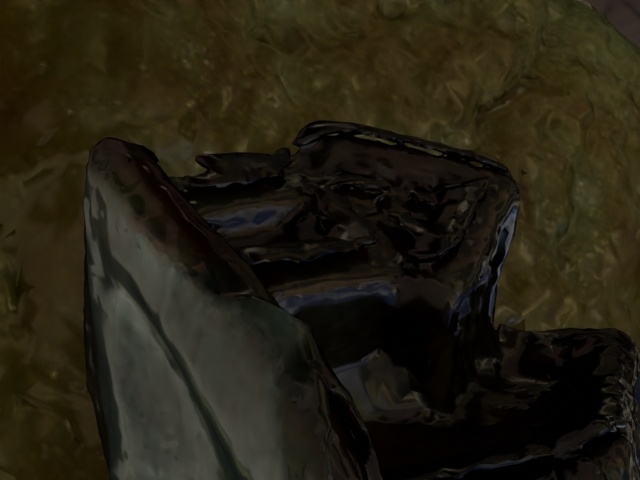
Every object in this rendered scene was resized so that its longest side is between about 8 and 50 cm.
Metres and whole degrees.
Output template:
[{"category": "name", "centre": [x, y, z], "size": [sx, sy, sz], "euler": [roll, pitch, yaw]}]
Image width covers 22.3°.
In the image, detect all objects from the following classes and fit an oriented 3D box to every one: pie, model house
[{"category": "pie", "centre": [-0.020, -0.001, 0.579], "size": [0.180, 0.418, 0.395], "euler": [-28, -141, 44]}, {"category": "model house", "centre": [0.031, 0.049, 0.376], "size": [0.106, 0.152, 0.165], "euler": [-5, -85, 53]}]
